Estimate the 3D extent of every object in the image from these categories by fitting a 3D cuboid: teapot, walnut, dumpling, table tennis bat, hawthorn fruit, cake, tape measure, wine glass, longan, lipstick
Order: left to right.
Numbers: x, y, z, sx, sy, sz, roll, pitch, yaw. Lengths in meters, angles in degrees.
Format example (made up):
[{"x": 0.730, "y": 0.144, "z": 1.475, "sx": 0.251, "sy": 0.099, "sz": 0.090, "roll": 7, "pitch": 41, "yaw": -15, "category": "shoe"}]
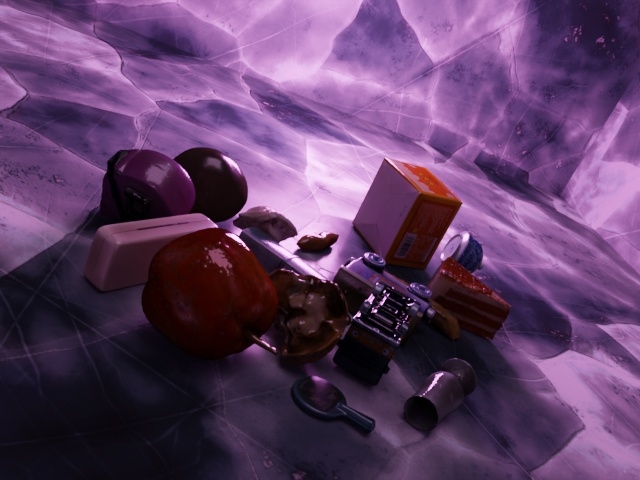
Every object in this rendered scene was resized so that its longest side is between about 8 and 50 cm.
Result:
[{"x": -0.446, "y": -0.109, "z": 1.777, "sx": 0.231, "sy": 0.245, "sz": 0.149, "roll": 26, "pitch": 48, "yaw": 8, "category": "tape measure"}, {"x": -0.338, "y": -0.161, "z": 2.002, "sx": 0.246, "sy": 0.246, "sz": 0.215, "roll": 33, "pitch": 58, "yaw": 17, "category": "longan"}, {"x": -0.210, "y": 0.134, "z": 1.475, "sx": 0.330, "sy": 0.287, "sz": 0.287, "roll": 41, "pitch": 27, "yaw": 17, "category": "hawthorn fruit"}, {"x": -0.160, "y": -0.047, "z": 2.047, "sx": 0.199, "sy": 0.118, "sz": 0.136, "roll": 7, "pitch": -15, "yaw": -7, "category": "dumpling"}, {"x": -0.111, "y": 0.064, "z": 1.930, "sx": 0.290, "sy": 0.076, "sz": 0.077, "roll": 36, "pitch": 27, "yaw": 22, "category": "lipstick"}, {"x": -0.034, "y": 0.175, "z": 1.642, "sx": 0.238, "sy": 0.204, "sz": 0.141, "roll": 60, "pitch": 0, "yaw": 21, "category": "walnut"}, {"x": 0.029, "y": 0.361, "z": 1.517, "sx": 0.201, "sy": 0.033, "sz": 0.124, "roll": 27, "pitch": 25, "yaw": 15, "category": "table tennis bat"}, {"x": 0.288, "y": 0.370, "z": 1.664, "sx": 0.103, "sy": 0.103, "sz": 0.231, "roll": 36, "pitch": 29, "yaw": 22, "category": "wine glass"}, {"x": 0.428, "y": 0.188, "z": 2.109, "sx": 0.262, "sy": 0.158, "sz": 0.160, "roll": 39, "pitch": 31, "yaw": 26, "category": "cake"}, {"x": 0.523, "y": 0.064, "z": 2.480, "sx": 0.159, "sy": 0.159, "sz": 0.232, "roll": 25, "pitch": 51, "yaw": -1, "category": "teapot"}]

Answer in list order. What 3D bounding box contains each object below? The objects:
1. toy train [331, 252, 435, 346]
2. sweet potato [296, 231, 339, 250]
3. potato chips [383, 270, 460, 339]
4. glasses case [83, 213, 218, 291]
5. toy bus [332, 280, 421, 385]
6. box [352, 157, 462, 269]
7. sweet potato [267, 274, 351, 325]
[{"x": 0.179, "y": 0.154, "z": 1.966, "sx": 0.300, "sy": 0.131, "sz": 0.202, "roll": 31, "pitch": 26, "yaw": 14, "category": "toy train"}, {"x": 0.002, "y": 0.002, "z": 2.199, "sx": 0.065, "sy": 0.051, "sz": 0.218, "roll": 36, "pitch": 26, "yaw": 28, "category": "sweet potato"}, {"x": 0.252, "y": 0.164, "z": 2.086, "sx": 0.407, "sy": 0.080, "sz": 0.057, "roll": 32, "pitch": 35, "yaw": 16, "category": "potato chips"}, {"x": -0.396, "y": 0.022, "z": 1.658, "sx": 0.076, "sy": 0.144, "sz": 0.336, "roll": 38, "pitch": 26, "yaw": 24, "category": "glasses case"}, {"x": 0.143, "y": 0.228, "z": 1.734, "sx": 0.138, "sy": 0.167, "sz": 0.275, "roll": 29, "pitch": 21, "yaw": 9, "category": "toy bus"}, {"x": 0.298, "y": -0.092, "z": 2.395, "sx": 0.214, "sy": 0.283, "sz": 0.259, "roll": 11, "pitch": 27, "yaw": -32, "category": "box"}, {"x": -0.051, "y": 0.167, "z": 1.771, "sx": 0.273, "sy": 0.075, "sz": 0.075, "roll": 26, "pitch": 23, "yaw": 14, "category": "sweet potato"}]
